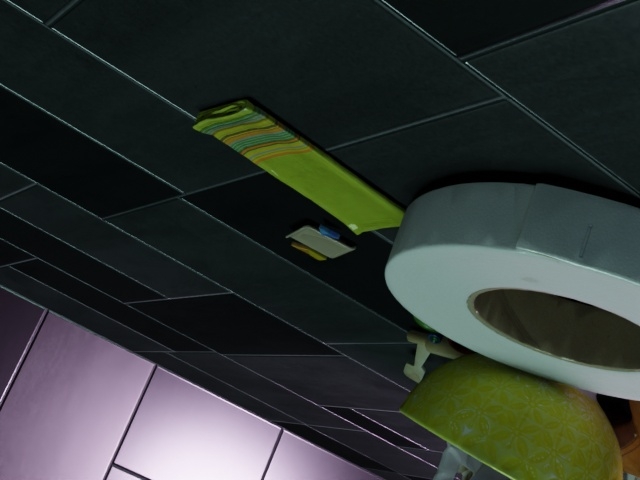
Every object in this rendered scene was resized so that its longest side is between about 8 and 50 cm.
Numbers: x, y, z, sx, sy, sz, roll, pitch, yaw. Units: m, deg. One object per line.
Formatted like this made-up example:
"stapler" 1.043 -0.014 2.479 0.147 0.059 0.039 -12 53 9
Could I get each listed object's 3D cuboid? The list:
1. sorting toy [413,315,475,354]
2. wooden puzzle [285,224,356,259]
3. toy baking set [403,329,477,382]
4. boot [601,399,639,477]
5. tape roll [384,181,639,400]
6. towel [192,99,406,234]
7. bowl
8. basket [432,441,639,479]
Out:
"sorting toy" 0.165 0.104 1.404 0.102 0.042 0.061 39 143 -10
"wooden puzzle" 0.000 0.000 1.335 0.078 0.014 0.116 25 163 -22
"toy baking set" 0.201 0.199 1.559 0.256 0.030 0.197 15 146 37
"boot" 0.397 0.235 1.414 0.264 0.096 0.280 28 160 27
"tape roll" 0.254 0.062 1.098 0.392 0.072 0.392 19 162 7
"towel" -0.015 -0.070 1.137 0.237 0.021 0.102 33 160 -29
"bowl" 0.258 0.213 1.353 0.289 0.156 0.289 29 176 2
"basket" 0.364 0.452 1.699 0.331 0.328 0.266 7 161 38
